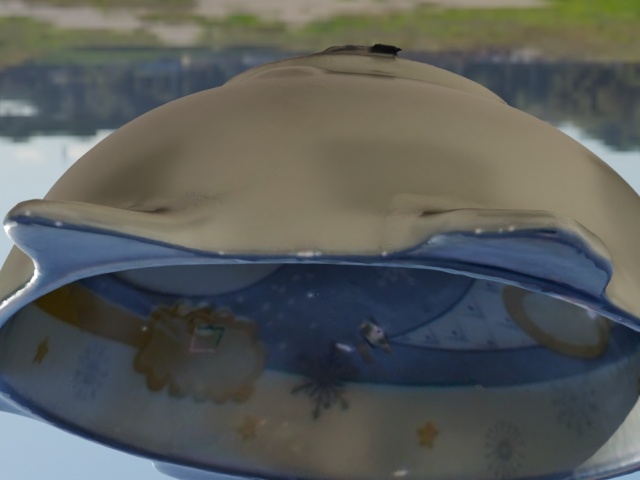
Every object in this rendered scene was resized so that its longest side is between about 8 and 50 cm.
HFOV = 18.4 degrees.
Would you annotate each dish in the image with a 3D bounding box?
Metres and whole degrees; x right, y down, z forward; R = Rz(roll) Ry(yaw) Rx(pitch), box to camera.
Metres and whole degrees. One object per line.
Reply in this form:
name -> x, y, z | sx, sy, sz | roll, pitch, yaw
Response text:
dish -> 0.000, 0.000, 0.543 | 0.228, 0.086, 0.236 | 24, 151, -38
